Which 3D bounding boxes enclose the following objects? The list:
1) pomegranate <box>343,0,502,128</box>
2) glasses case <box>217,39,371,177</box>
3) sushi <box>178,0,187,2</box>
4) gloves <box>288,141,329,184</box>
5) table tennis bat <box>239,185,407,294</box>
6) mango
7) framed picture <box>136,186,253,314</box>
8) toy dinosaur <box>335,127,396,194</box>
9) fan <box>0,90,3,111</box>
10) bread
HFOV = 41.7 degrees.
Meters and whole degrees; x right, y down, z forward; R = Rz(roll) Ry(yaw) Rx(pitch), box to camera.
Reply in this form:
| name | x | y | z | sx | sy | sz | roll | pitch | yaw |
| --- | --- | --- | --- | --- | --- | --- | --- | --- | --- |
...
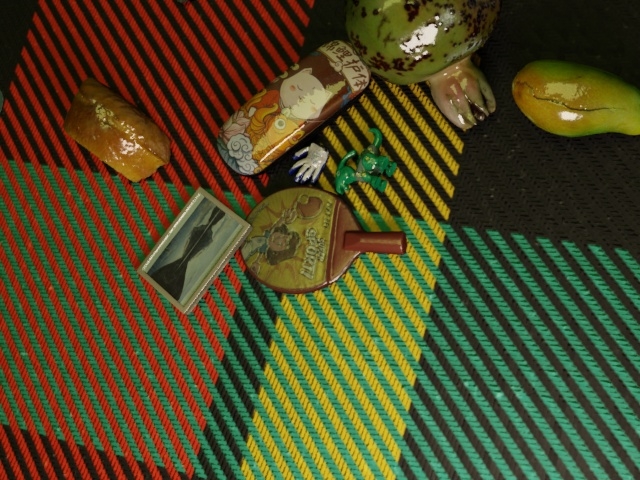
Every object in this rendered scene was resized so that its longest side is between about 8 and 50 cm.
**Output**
| name | x | y | z | sx | sy | sz | roll | pitch | yaw |
| --- | --- | --- | --- | --- | --- | --- | --- | --- | --- |
| pomegranate | 0.198 | -0.352 | 1.442 | 0.285 | 0.285 | 0.340 | -30 | 101 | 6 |
| glasses case | -0.049 | -0.244 | 1.553 | 0.321 | 0.082 | 0.122 | -38 | 65 | 3 |
| sushi | -0.271 | -0.527 | 1.732 | 0.083 | 0.044 | 0.046 | -43 | 46 | -1 |
| gloves | -0.023 | -0.142 | 1.546 | 0.064 | 0.026 | 0.086 | 28 | 88 | 23 |
| table tennis bat | 0.000 | 0.000 | 1.495 | 0.310 | 0.038 | 0.200 | 2 | 75 | 20 |
| mango | 0.431 | -0.228 | 1.395 | 0.233 | 0.111 | 0.125 | 22 | 95 | 9 |
| framed picture | -0.234 | 0.017 | 1.552 | 0.150 | 0.015 | 0.203 | 37 | 90 | 29 |
| toy dinosaur | 0.079 | -0.138 | 1.501 | 0.096 | 0.059 | 0.132 | 21 | 89 | 27 |
| fan | -0.747 | -0.261 | 1.805 | 0.113 | 0.005 | 0.175 | 25 | 81 | 21 |
| bread | -0.416 | -0.225 | 1.628 | 0.260 | 0.134 | 0.129 | 38 | 88 | 23 |
